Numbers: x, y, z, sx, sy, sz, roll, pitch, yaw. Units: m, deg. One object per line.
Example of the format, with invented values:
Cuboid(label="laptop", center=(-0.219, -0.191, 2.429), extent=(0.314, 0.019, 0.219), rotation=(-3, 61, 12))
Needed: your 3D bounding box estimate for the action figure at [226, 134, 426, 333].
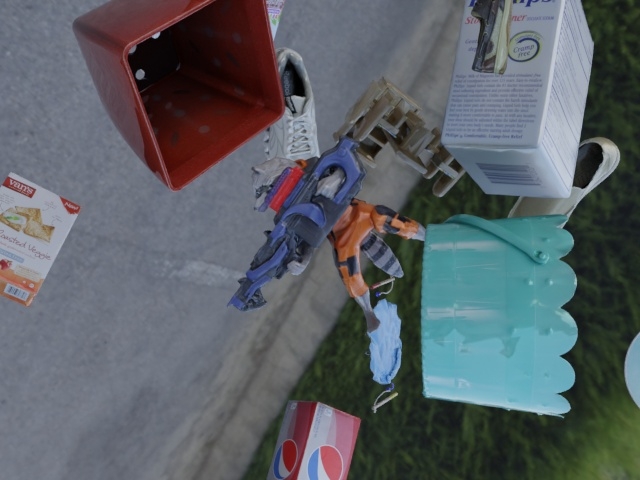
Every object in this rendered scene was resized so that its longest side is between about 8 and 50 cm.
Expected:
Cuboid(label="action figure", center=(0.000, 0.000, 1.171), extent=(0.341, 0.330, 0.178), rotation=(-46, -172, 15))

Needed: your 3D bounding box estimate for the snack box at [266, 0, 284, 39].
Cuboid(label="snack box", center=(-0.175, -0.433, 1.433), extent=(0.207, 0.070, 0.175), rotation=(-18, 133, -55))

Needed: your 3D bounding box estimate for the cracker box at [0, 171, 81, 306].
Cuboid(label="cracker box", center=(-0.592, -0.005, 1.378), extent=(0.067, 0.155, 0.232), rotation=(-43, -154, 43))

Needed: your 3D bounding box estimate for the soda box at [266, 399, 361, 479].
Cuboid(label="soda box", center=(-0.027, 0.375, 1.030), extent=(0.083, 0.092, 0.264), rotation=(-15, -127, 53))

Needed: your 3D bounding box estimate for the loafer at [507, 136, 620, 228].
Cuboid(label="loafer", center=(0.436, -0.093, 1.303), extent=(0.269, 0.102, 0.092), rotation=(-50, 151, 10))

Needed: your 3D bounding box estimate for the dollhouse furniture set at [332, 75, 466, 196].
Cuboid(label="dollhouse furniture set", center=(0.133, -0.190, 1.370), extent=(0.212, 0.242, 0.161), rotation=(30, 113, -26))

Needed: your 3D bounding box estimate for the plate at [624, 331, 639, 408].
Cuboid(label="plate", center=(0.586, 0.209, 1.124), extent=(0.188, 0.188, 0.024), rotation=(-54, 170, 10))

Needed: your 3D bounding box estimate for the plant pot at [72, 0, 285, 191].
Cuboid(label="plant pot", center=(-0.249, -0.291, 1.161), extent=(0.267, 0.235, 0.268), rotation=(-41, 143, -28))

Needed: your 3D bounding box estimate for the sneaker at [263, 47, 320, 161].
Cuboid(label="sneaker", center=(-0.053, -0.219, 1.329), extent=(0.109, 0.292, 0.118), rotation=(-13, -169, -13))

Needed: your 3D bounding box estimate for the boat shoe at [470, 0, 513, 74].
Cuboid(label="boat shoe", center=(0.215, -0.287, 0.882), extent=(0.056, 0.049, 0.152), rotation=(-51, 141, -79))

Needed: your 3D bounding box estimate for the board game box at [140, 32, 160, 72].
Cuboid(label="board game box", center=(-0.294, -0.522, 1.613), extent=(0.305, 0.053, 0.193), rotation=(-47, 177, -24))

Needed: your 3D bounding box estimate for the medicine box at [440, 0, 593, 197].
Cuboid(label="medicine box", center=(0.319, -0.240, 1.101), extent=(0.263, 0.149, 0.290), rotation=(25, 73, -59))

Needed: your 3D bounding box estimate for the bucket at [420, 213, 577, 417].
Cuboid(label="bucket", center=(0.234, 0.095, 0.946), extent=(0.281, 0.182, 0.282), rotation=(1, 90, -78))

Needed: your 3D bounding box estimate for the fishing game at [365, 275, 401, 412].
Cuboid(label="fishing game", center=(0.130, 0.211, 1.479), extent=(0.189, 0.041, 0.264), rotation=(-13, 101, -64))
